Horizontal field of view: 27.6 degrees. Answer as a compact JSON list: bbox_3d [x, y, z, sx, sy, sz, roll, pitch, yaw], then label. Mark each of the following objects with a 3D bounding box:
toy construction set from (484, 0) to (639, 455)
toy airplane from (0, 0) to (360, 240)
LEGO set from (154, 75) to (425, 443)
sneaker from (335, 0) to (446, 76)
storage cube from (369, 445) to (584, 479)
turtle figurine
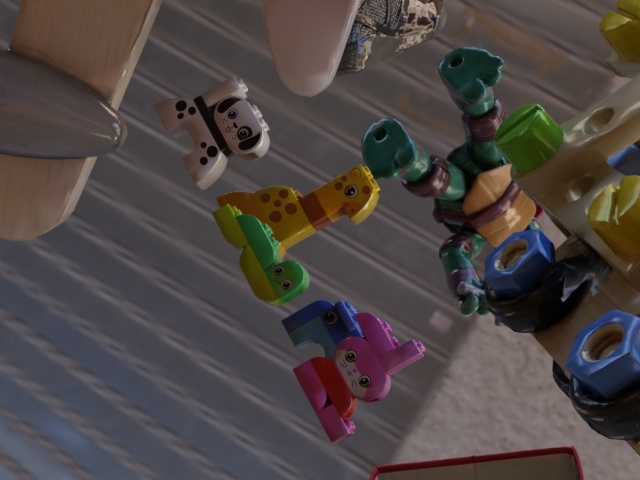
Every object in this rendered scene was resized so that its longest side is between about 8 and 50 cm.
[{"bbox_3d":[0.172,-0.016,0.525,0.151,0.215,0.328,47,4,-7],"label":"toy construction set"},{"bbox_3d":[-0.139,-0.230,0.792,0.272,0.384,0.386,-10,79,-60],"label":"toy airplane"},{"bbox_3d":[0.000,0.000,0.785,0.227,0.093,0.087,61,4,14],"label":"LEGO set"},{"bbox_3d":[0.052,-0.247,1.280,0.087,0.130,0.227,2,21,36],"label":"sneaker"},{"bbox_3d":[0.139,0.297,1.077,0.183,0.193,0.215,-8,7,8],"label":"storage cube"},{"bbox_3d":[0.130,-0.028,0.952,0.118,0.175,0.234,22,-17,46],"label":"turtle figurine"}]
